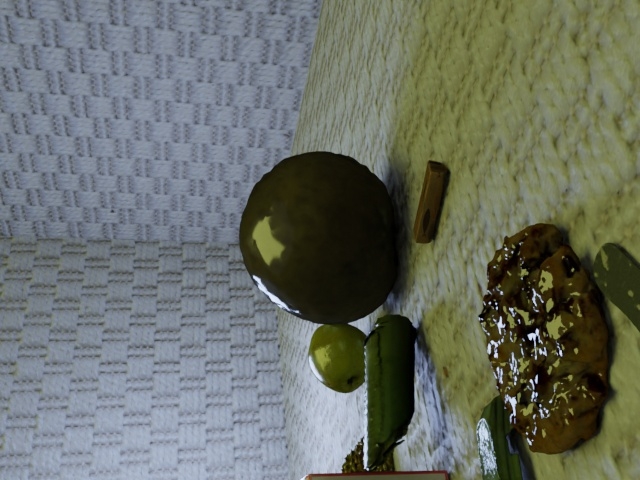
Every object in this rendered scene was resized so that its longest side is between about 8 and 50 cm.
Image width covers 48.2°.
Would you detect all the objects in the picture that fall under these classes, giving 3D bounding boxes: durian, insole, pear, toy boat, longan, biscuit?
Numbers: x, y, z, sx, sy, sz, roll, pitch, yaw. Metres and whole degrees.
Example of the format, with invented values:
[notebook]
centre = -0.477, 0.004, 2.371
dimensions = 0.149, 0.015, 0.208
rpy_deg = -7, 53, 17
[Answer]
[durian]
centre = 0.136, 0.597, 1.830
dimensions = 0.139, 0.144, 0.252
rpy_deg = 34, -139, -59
[insole]
centre = 0.389, 0.079, 0.838
dimensions = 0.248, 0.011, 0.081
rpy_deg = -111, 26, -60
[pear]
centre = 0.060, 0.321, 1.978
dimensions = 0.198, 0.198, 0.198
rpy_deg = -178, 90, -78
[toy boat]
centre = 0.296, 0.388, 1.131
dimensions = 0.093, 0.055, 0.293
rpy_deg = 107, 161, -59
[longan]
centre = -0.009, -0.004, 1.817
dimensions = 0.404, 0.404, 0.436
rpy_deg = -171, 81, -78
[biscuit]
centre = 0.310, 0.140, 1.049
dimensions = 0.289, 0.081, 0.334
rpy_deg = 117, 151, -66

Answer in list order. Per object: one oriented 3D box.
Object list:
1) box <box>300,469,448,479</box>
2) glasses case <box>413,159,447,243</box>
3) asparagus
[box]
centre = 0.092, 0.647, 1.453
dimensions = 0.300, 0.314, 0.312
rpy_deg = 117, 153, -59
[glasses case]
centre = 0.235, -0.081, 1.529
dimensions = 0.065, 0.041, 0.170
rpy_deg = -87, 4, -62
[asparagus]
centre = 0.148, 0.328, 1.523
dimensions = 0.128, 0.108, 0.382
rpy_deg = 49, -148, -34
